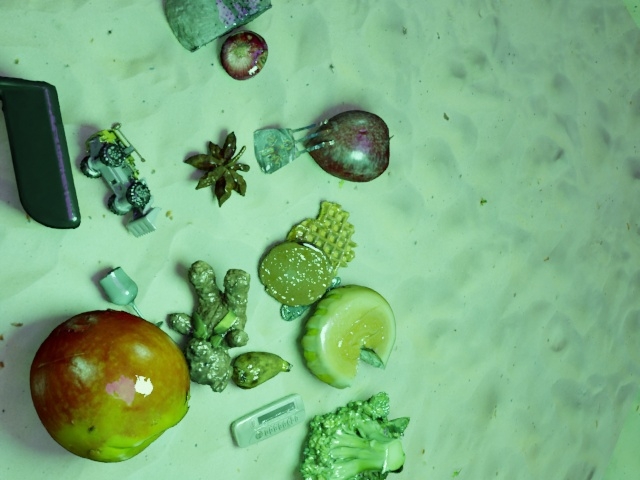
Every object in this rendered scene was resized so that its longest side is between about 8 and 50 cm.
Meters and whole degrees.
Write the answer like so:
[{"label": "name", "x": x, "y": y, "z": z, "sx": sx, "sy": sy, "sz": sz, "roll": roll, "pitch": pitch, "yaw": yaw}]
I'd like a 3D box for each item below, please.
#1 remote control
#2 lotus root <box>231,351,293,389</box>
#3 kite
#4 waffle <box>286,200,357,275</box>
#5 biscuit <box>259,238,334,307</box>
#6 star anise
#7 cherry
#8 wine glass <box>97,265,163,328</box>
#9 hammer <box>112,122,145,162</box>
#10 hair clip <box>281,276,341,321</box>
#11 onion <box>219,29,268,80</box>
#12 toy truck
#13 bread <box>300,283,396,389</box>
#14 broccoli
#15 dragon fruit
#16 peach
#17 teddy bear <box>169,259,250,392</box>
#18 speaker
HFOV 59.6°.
[{"label": "remote control", "x": -0.154, "y": 0.539, "z": 1.675, "sx": 0.230, "sy": 0.049, "sz": 0.090, "roll": -16, "pitch": 95, "yaw": -29}, {"label": "lotus root", "x": -0.176, "y": 0.378, "z": 1.651, "sx": 0.191, "sy": 0.094, "sz": 0.108, "roll": -4, "pitch": 114, "yaw": -38}, {"label": "kite", "x": -0.084, "y": -0.294, "z": 1.688, "sx": 0.245, "sy": 0.015, "sz": 0.141, "roll": -16, "pitch": 90, "yaw": 7}, {"label": "waffle", "x": 0.000, "y": 0.000, "z": 1.781, "sx": 0.254, "sy": 0.056, "sz": 0.248, "roll": -7, "pitch": 92, "yaw": -28}, {"label": "biscuit", "x": -0.072, "y": 0.099, "z": 1.699, "sx": 0.226, "sy": 0.042, "sz": 0.225, "roll": -1, "pitch": 103, "yaw": -6}, {"label": "star anise", "x": -0.283, "y": -0.203, "z": 1.605, "sx": 0.196, "sy": 0.111, "sz": 0.212, "roll": -12, "pitch": 101, "yaw": -23}, {"label": "cherry", "x": 0.101, "y": -0.297, "z": 1.770, "sx": 0.301, "sy": 0.203, "sz": 0.230, "roll": -5, "pitch": 92, "yaw": -16}, {"label": "wine glass", "x": -0.501, "y": 0.163, "z": 1.474, "sx": 0.079, "sy": 0.079, "sz": 0.195, "roll": -38, "pitch": 106, "yaw": -25}, {"label": "hammer", "x": -0.518, "y": -0.264, "z": 1.520, "sx": 0.029, "sy": 0.014, "sz": 0.123, "roll": -41, "pitch": 110, "yaw": -15}, {"label": "hair clip", "x": -0.031, "y": 0.180, "z": 1.767, "sx": 0.229, "sy": 0.036, "sz": 0.066, "roll": -32, "pitch": 98, "yaw": -20}, {"label": "onion", "x": -0.215, "y": -0.538, "z": 1.661, "sx": 0.150, "sy": 0.140, "sz": 0.149, "roll": -1, "pitch": 85, "yaw": 14}, {"label": "toy truck", "x": -0.508, "y": -0.151, "z": 1.457, "sx": 0.111, "sy": 0.136, "sz": 0.285, "roll": -44, "pitch": 111, "yaw": -46}, {"label": "bread", "x": 0.083, "y": 0.290, "z": 1.757, "sx": 0.333, "sy": 0.160, "sz": 0.332, "roll": 2, "pitch": 86, "yaw": -31}, {"label": "broccoli", "x": 0.113, "y": 0.632, "z": 1.711, "sx": 0.338, "sy": 0.318, "sz": 0.276, "roll": 1, "pitch": 71, "yaw": -68}, {"label": "dragon fruit", "x": -0.286, "y": -0.684, "z": 1.554, "sx": 0.283, "sy": 0.221, "sz": 0.203, "roll": -39, "pitch": 113, "yaw": -23}, {"label": "peach", "x": -0.495, "y": 0.331, "z": 1.334, "sx": 0.370, "sy": 0.370, "sz": 0.369, "roll": 1, "pitch": 88, "yaw": -30}, {"label": "teddy bear", "x": -0.304, "y": 0.230, "z": 1.511, "sx": 0.222, "sy": 0.247, "sz": 0.295, "roll": -61, "pitch": 157, "yaw": -49}, {"label": "speaker", "x": -0.698, "y": -0.207, "z": 1.329, "sx": 0.184, "sy": 0.180, "sz": 0.387, "roll": -12, "pitch": 93, "yaw": -23}]
